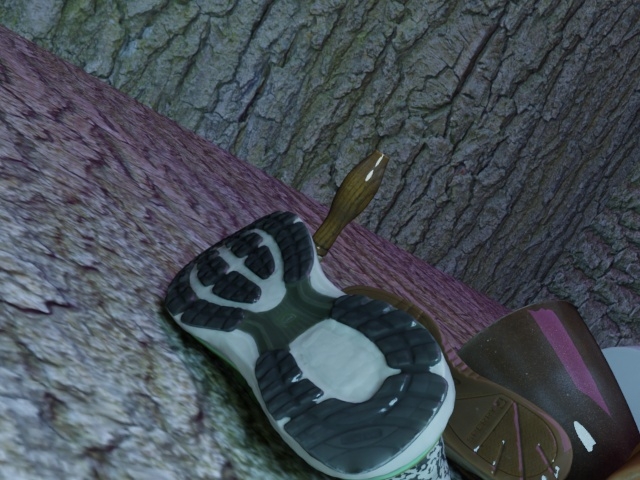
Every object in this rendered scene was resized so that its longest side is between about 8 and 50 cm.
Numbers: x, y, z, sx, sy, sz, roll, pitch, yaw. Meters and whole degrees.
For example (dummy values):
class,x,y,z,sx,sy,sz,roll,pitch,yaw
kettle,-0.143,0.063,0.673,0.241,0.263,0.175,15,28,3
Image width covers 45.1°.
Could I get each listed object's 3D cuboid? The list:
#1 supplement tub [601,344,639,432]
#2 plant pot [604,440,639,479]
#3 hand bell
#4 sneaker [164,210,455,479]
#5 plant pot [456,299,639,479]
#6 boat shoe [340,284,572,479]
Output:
class,x,y,z,sx,sy,sz,roll,pitch,yaw
supplement tub,0.584,0.317,1.375,0.325,0.235,0.235,26,12,-48
plant pot,0.345,0.274,0.635,0.203,0.290,0.291,6,25,-38
hand bell,0.000,0.000,0.875,0.126,0.242,0.126,33,8,-5
sneaker,-0.016,0.115,0.705,0.410,0.158,0.182,43,-19,55
plant pot,0.297,0.231,0.962,0.215,0.215,0.230,26,26,-47
boat shoe,0.130,0.181,0.885,0.342,0.123,0.123,33,-24,32
